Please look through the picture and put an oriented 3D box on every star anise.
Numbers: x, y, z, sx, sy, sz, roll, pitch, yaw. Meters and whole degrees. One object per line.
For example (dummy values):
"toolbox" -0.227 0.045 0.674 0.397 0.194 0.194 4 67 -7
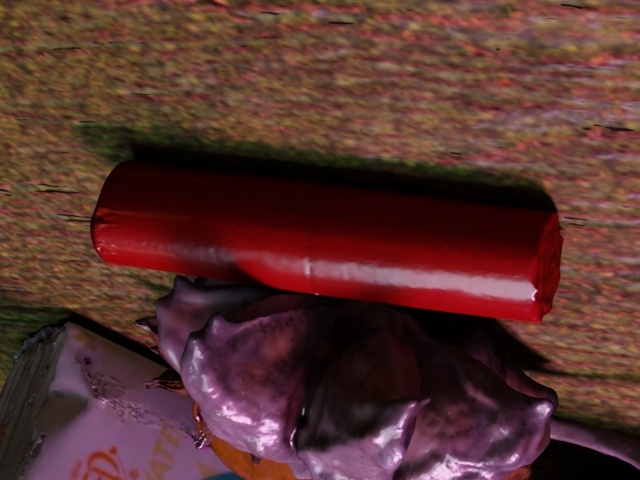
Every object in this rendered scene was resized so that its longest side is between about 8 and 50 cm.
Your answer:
"star anise" -0.078 0.104 1.207 0.141 0.042 0.141 32 147 24
"star anise" 0.034 0.108 1.051 0.359 0.139 0.316 22 -169 38

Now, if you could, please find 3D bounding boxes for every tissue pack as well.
"tissue pack" -0.109 0.276 1.362 0.388 0.287 0.162 28 151 -21

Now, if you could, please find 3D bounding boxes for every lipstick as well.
"lipstick" 0.000 -0.001 0.980 0.279 0.073 0.073 8 153 19

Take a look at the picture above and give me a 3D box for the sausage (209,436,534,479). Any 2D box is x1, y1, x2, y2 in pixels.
"sausage" 0.028 0.154 1.244 0.270 0.109 0.109 5 152 30
